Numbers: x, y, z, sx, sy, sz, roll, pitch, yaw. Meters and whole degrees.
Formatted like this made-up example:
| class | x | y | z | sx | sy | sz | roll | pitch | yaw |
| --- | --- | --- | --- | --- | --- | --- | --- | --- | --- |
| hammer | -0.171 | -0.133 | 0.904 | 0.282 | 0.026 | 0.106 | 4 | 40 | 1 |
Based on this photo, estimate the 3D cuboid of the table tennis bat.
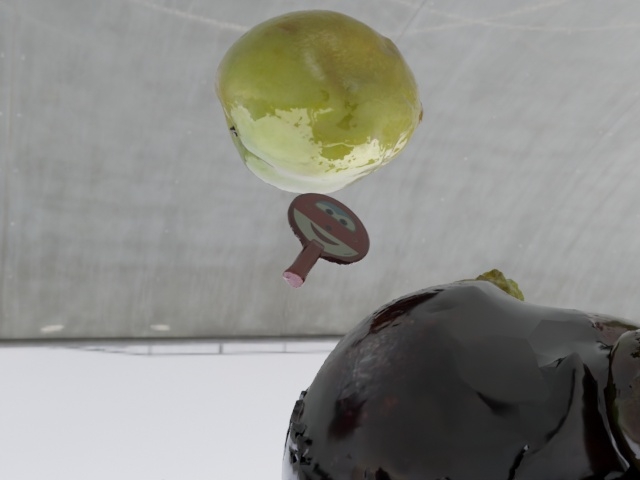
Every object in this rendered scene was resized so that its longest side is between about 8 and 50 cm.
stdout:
| class | x | y | z | sx | sy | sz | roll | pitch | yaw |
| --- | --- | --- | --- | --- | --- | --- | --- | --- | --- |
| table tennis bat | 0.000 | 0.000 | 0.747 | 0.098 | 0.019 | 0.154 | 37 | -143 | -1 |

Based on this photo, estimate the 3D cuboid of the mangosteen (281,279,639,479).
| class | x | y | z | sx | sy | sz | roll | pitch | yaw |
| --- | --- | --- | --- | --- | --- | --- | --- | --- | --- |
| mangosteen | 0.170 | 0.230 | 0.622 | 0.421 | 0.380 | 0.381 | 14 | -174 | 37 |

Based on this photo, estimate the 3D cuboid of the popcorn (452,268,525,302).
| class | x | y | z | sx | sy | sz | roll | pitch | yaw |
| --- | --- | --- | --- | --- | --- | --- | --- | --- | --- |
| popcorn | 0.288 | 0.143 | 1.297 | 0.174 | 0.173 | 0.142 | 3 | -161 | -47 |

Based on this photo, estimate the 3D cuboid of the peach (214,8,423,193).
| class | x | y | z | sx | sy | sz | roll | pitch | yaw |
| --- | --- | --- | --- | --- | --- | --- | --- | --- | --- |
| peach | -0.006 | -0.218 | 1.176 | 0.316 | 0.314 | 0.281 | -26 | 162 | -23 |
